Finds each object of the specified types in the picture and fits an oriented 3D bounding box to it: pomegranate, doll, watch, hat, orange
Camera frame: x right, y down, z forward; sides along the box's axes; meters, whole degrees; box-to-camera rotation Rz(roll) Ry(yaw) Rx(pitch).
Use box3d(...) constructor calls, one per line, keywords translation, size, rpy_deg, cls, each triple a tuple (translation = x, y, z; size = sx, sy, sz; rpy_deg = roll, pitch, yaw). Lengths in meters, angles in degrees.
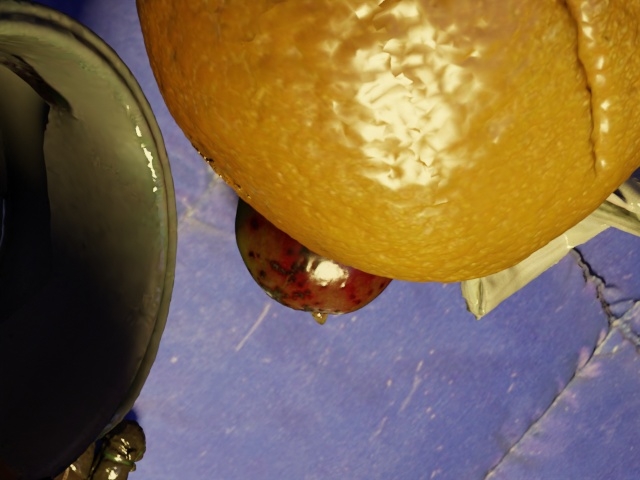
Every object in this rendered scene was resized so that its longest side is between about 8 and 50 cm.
box3d(translation=(-0.003, 0.004, 1.035), size=(0.129, 0.129, 0.159), rpy_deg=(-10, 133, -34), cls="pomegranate")
box3d(translation=(-0.196, 0.174, 1.046), size=(0.165, 0.057, 0.139), rpy_deg=(-36, 134, -26), cls="doll")
box3d(translation=(-0.233, 0.028, 0.743), size=(0.335, 0.314, 0.327), rpy_deg=(2, 95, -56), cls="watch")
box3d(translation=(0.149, -0.048, 1.133), size=(0.226, 0.219, 0.164), rpy_deg=(46, 49, -17), cls="hat")
box3d(translation=(0.059, -0.144, 0.841), size=(0.322, 0.322, 0.357), rpy_deg=(-39, 132, -11), cls="orange")
